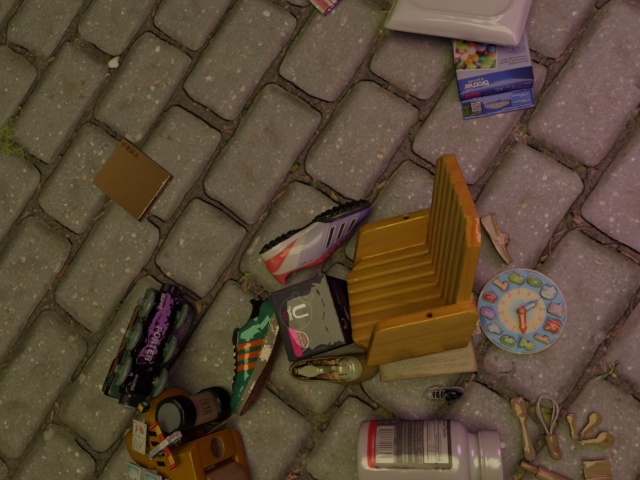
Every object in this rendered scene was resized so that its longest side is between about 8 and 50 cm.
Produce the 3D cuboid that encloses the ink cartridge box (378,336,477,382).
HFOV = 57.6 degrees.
[{"bbox_3d":[0.250,0.235,1.425,0.234,0.088,0.193,-9,80,12],"label":"ink cartridge box"}]

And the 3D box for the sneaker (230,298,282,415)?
[{"bbox_3d":[-0.182,0.296,1.515,0.121,0.108,0.302,20,80,16],"label":"sneaker"}]

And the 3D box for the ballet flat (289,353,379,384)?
[{"bbox_3d":[0.032,0.330,1.472,0.232,0.073,0.080,-7,82,12],"label":"ballet flat"}]

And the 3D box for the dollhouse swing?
[{"bbox_3d":[0.182,0.027,1.277,0.315,0.305,0.347,-14,41,10],"label":"dollhouse swing"}]

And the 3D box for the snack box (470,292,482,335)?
[{"bbox_3d":[0.295,0.182,1.356,0.141,0.037,0.100,-13,79,11],"label":"snack box"}]

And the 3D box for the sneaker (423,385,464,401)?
[{"bbox_3d":[0.297,0.371,1.406,0.098,0.069,0.038,-11,80,12],"label":"sneaker"}]

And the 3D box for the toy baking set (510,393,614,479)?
[{"bbox_3d":[0.555,0.473,1.357,0.256,0.030,0.197,18,85,14],"label":"toy baking set"}]

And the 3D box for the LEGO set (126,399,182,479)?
[{"bbox_3d":[-0.404,0.510,1.370,0.182,0.060,0.244,7,94,33],"label":"LEGO set"}]

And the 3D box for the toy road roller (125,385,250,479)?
[{"bbox_3d":[-0.347,0.542,1.479,0.240,0.202,0.330,-26,75,23],"label":"toy road roller"}]

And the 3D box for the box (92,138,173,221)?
[{"bbox_3d":[-0.551,-0.178,1.698,0.201,0.021,0.164,37,93,14],"label":"box"}]

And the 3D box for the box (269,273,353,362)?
[{"bbox_3d":[-0.001,0.185,1.396,0.143,0.270,0.165,-20,79,10],"label":"box"}]

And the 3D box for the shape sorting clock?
[{"bbox_3d":[0.484,0.169,1.402,0.206,0.040,0.206,-2,83,13],"label":"shape sorting clock"}]

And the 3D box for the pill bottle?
[{"bbox_3d":[0.252,0.506,1.346,0.318,0.176,0.176,-4,82,13],"label":"pill bottle"}]

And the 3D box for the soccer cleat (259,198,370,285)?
[{"bbox_3d":[0.000,0.000,1.517,0.318,0.108,0.116,-28,100,6],"label":"soccer cleat"}]

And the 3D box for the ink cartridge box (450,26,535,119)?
[{"bbox_3d":[0.433,-0.478,1.485,0.185,0.065,0.311,-8,83,13],"label":"ink cartridge box"}]

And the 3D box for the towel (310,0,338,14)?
[{"bbox_3d":[0.036,-0.742,1.628,0.197,0.029,0.144,-42,76,3],"label":"towel"}]

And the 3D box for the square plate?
[{"bbox_3d":[0.373,-0.666,1.478,0.347,0.049,0.344,16,75,20],"label":"square plate"}]

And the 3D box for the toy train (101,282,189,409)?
[{"bbox_3d":[-0.459,0.272,1.520,0.190,0.142,0.334,-21,50,53],"label":"toy train"}]

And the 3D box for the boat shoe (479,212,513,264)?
[{"bbox_3d":[0.441,-0.006,1.428,0.045,0.050,0.135,-29,78,14],"label":"boat shoe"}]
